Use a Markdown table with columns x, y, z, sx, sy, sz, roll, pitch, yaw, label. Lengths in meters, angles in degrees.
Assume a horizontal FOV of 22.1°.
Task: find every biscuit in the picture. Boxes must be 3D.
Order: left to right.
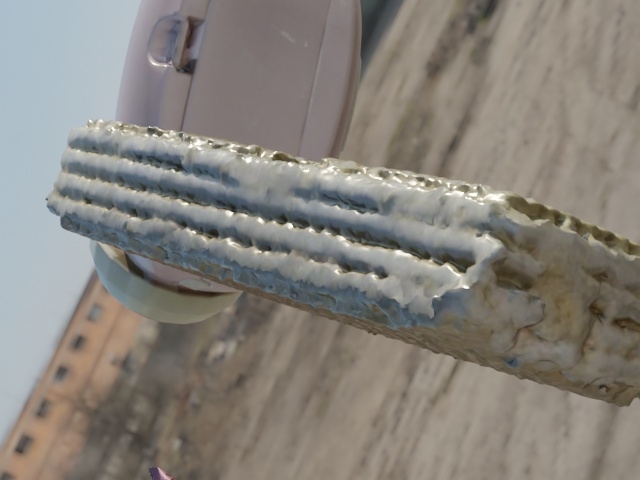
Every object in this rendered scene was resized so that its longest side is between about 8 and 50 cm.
| x | y | z | sx | sy | sz | roll | pitch | yaw | label |
| --- | --- | --- | --- | --- | --- | --- | --- | --- | --- |
| 0.000 | 0.000 | 0.864 | 0.426 | 0.144 | 0.078 | 13 | 84 | 55 | biscuit |

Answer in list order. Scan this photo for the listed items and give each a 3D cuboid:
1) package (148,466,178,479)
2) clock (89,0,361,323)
| x | y | z | sx | sy | sz | roll | pitch | yaw | label |
| --- | --- | --- | --- | --- | --- | --- | --- | --- | --- |
| -0.092 | 0.188 | 1.106 | 0.029 | 0.059 | 0.083 | -29 | 20 | -15 | package |
| -0.081 | -0.106 | 1.331 | 0.326 | 0.184 | 0.342 | 152 | 136 | -75 | clock |
